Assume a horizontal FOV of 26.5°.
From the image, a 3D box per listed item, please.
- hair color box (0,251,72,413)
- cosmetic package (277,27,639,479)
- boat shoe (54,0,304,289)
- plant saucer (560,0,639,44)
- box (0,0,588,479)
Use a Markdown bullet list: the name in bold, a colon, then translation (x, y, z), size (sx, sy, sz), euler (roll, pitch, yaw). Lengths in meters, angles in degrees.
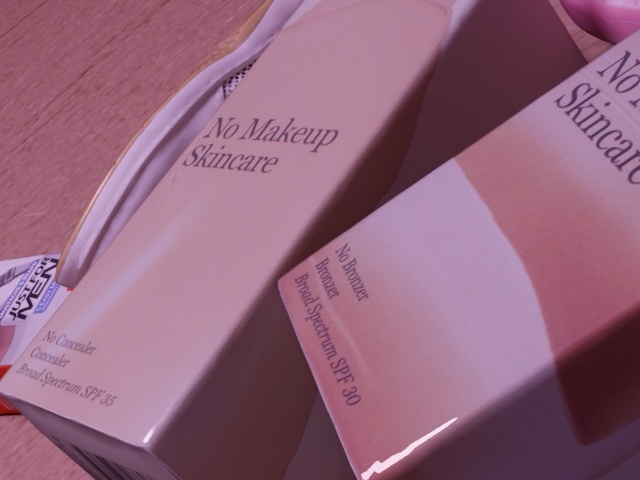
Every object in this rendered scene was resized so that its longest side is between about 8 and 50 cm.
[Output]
- **hair color box**: translation (-0.195, 0.060, 0.866), size (0.167, 0.053, 0.093), euler (-9, 44, 38)
- **cosmetic package**: translation (0.148, 0.008, 0.539), size (0.296, 0.129, 0.153), euler (-35, 32, 4)
- **boat shoe**: translation (-0.048, -0.059, 0.826), size (0.277, 0.096, 0.098), euler (-51, 3, -25)
- **plant saucer**: translation (0.262, -0.229, 0.708), size (0.332, 0.084, 0.332), euler (-26, 28, 15)
- **box**: translation (0.000, 0.000, 0.692), size (0.148, 0.121, 0.311), euler (7, 55, 49)
